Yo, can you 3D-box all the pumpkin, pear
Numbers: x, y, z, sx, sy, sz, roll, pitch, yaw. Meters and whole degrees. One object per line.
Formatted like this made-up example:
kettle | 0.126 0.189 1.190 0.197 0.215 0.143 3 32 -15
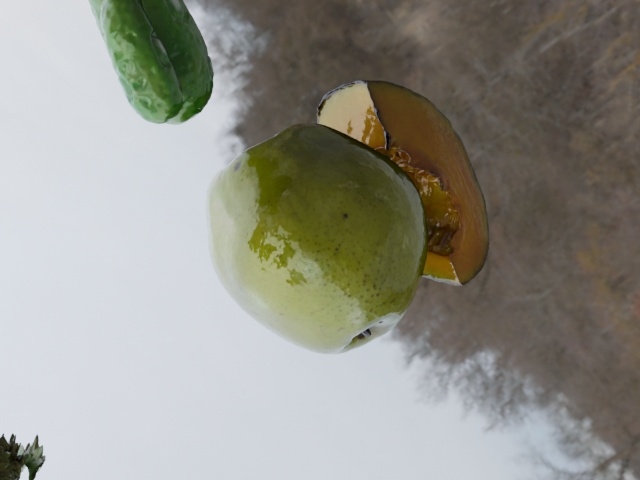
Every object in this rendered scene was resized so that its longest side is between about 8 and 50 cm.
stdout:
pumpkin | 0.114 -0.074 1.480 0.148 0.169 0.312 -22 -94 -42
pear | 0.000 0.000 1.319 0.294 0.294 0.294 53 -175 -7

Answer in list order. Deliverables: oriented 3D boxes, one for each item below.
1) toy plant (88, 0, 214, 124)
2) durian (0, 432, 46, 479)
toy plant | -0.213 -0.275 1.150 0.224 0.184 0.316 -90 -19 -80
durian | -0.308 0.249 0.813 0.176 0.200 0.237 38 -136 -35
